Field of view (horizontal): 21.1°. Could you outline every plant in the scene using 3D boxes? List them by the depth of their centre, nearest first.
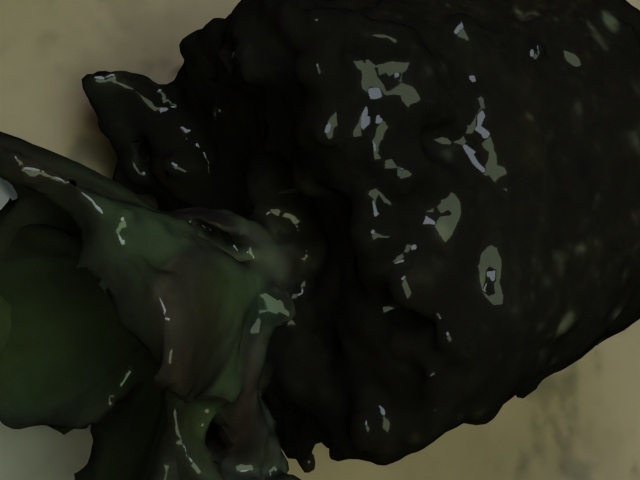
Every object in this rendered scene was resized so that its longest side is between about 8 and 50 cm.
[{"bbox_3d":[0.000,0.000,0.463,0.203,0.131,0.142,-15,96,-33],"label":"plant"}]
